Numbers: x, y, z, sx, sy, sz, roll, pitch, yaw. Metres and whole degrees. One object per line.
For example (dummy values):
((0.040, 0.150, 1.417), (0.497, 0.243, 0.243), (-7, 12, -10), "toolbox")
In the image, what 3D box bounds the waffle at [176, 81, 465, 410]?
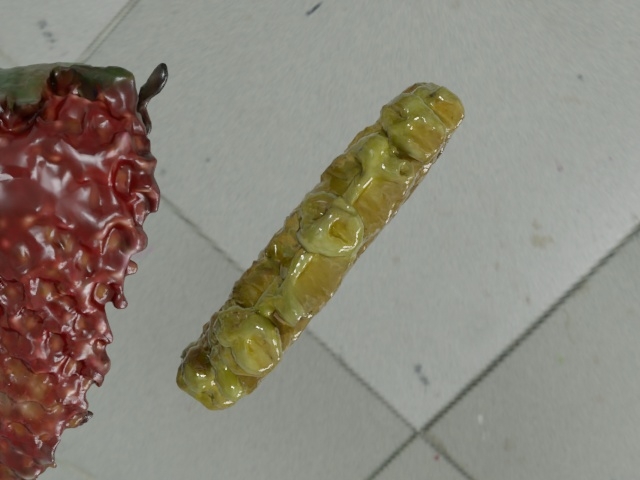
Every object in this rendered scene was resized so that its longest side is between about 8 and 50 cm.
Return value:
((0.001, 0.001, 0.856), (0.056, 0.249, 0.253), (38, 69, -1), "waffle")

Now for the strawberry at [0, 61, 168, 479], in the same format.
((-0.148, 0.017, 0.588), (0.167, 0.087, 0.208), (2, 91, 36), "strawberry")
